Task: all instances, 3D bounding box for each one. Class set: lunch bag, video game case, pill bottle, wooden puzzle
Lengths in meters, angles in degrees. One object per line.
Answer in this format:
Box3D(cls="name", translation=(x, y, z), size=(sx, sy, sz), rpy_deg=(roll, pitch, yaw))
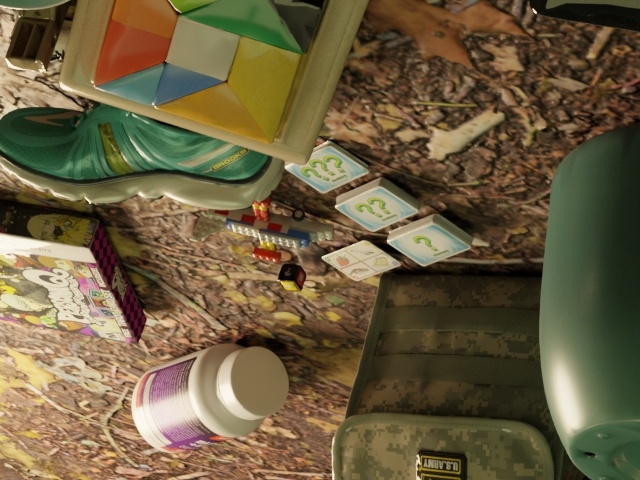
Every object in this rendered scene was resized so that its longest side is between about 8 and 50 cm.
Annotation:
Box3D(cls="lunch bag", translation=(0.151, 0.185, 1.861), size=(0.235, 0.287, 0.169), rpy_deg=(1, 150, 28))
Box3D(cls="video game case", translation=(-0.314, 0.031, 2.084), size=(0.210, 0.042, 0.232), rpy_deg=(10, 153, 13))
Box3D(cls="pill bottle", translation=(-0.123, 0.177, 2.191), size=(0.108, 0.108, 0.193), rpy_deg=(30, 151, -27))
Box3D(cls="wooden puzzle", translation=(-0.090, -0.160, 1.541), size=(0.221, 0.044, 0.238), rpy_deg=(17, 140, -4))

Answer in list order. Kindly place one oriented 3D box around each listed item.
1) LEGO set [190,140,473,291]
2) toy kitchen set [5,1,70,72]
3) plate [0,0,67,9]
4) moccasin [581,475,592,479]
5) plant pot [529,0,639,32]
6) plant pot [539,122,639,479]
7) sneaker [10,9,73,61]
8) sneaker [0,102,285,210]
Box3D(cls="LEGO set", translation=(0.000, 0.000, 1.843), size=(0.182, 0.060, 0.244), rpy_deg=(33, 149, -25))
Box3D(cls="toy kitchen set", translation=(-0.221, -0.190, 1.567), size=(0.068, 0.075, 0.083), rpy_deg=(8, 152, 11))
Box3D(cls="plate", translation=(-0.257, -0.255, 1.491), size=(0.188, 0.024, 0.188), rpy_deg=(13, 142, 11))
Box3D(cls="moccasin", translation=(0.386, 0.247, 1.831), size=(0.139, 0.147, 0.380), rpy_deg=(-18, 170, 42))
Box3D(cls="plant pot", translation=(0.234, -0.240, 1.127), size=(0.188, 0.187, 0.167), rpy_deg=(10, 140, 10))
Box3D(cls="plant pot", translation=(0.307, 0.079, 1.535), size=(0.293, 0.235, 0.293), rpy_deg=(13, 153, 7))
Box3D(cls="sneaker", translation=(-0.213, -0.168, 1.643), size=(0.109, 0.043, 0.040), rpy_deg=(9, 151, 8))
Box3D(cls="sneaker", translation=(-0.164, -0.102, 1.716), size=(0.275, 0.107, 0.110), rpy_deg=(2, 132, 15))
